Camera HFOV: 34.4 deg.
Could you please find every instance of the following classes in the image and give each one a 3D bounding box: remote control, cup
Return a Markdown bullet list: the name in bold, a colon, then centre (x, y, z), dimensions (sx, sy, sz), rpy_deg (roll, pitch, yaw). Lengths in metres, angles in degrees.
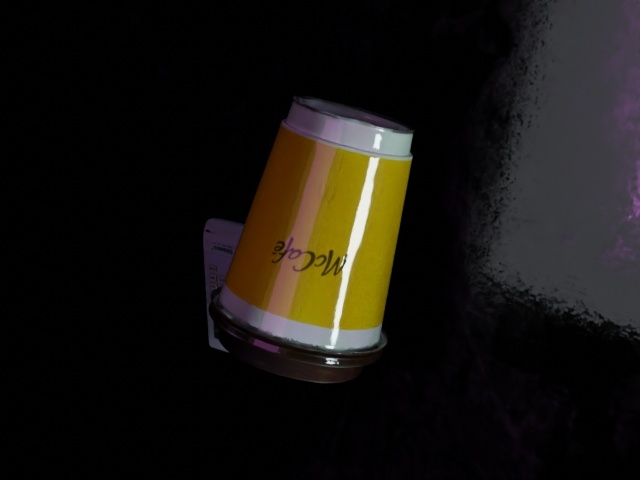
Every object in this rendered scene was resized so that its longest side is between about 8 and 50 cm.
- **remote control**: centre (-0.109, 0.057, 1.268), dimensions (0.065, 0.029, 0.166), rpy_deg (11, 112, 33)
- **cup**: centre (0.000, 0.000, 1.083), dimensions (0.196, 0.196, 0.279), rpy_deg (24, 106, 30)
